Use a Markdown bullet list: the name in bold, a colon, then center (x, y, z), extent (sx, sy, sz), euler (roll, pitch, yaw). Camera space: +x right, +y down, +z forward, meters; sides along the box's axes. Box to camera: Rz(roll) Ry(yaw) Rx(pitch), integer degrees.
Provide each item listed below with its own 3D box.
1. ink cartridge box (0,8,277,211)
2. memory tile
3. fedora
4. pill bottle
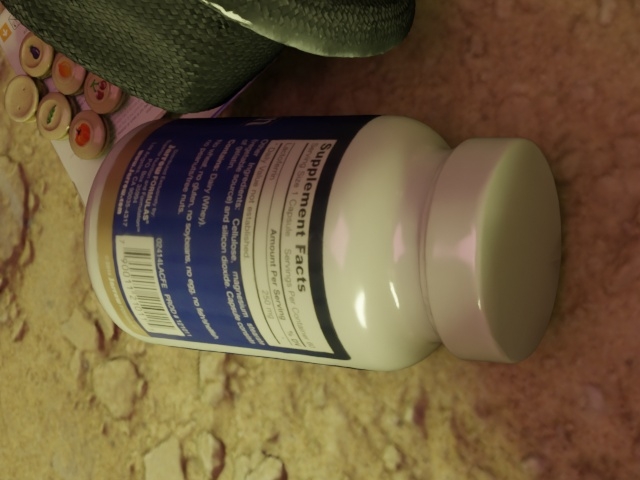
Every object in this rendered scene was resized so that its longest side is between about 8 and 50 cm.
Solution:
- **ink cartridge box**: center (-0.139, -0.147, 0.788), extent (0.206, 0.045, 0.208), euler (-39, 70, 25)
- **memory tile**: center (-0.180, -0.143, 0.780), extent (0.113, 0.012, 0.148), euler (31, 106, 29)
- **fedora**: center (-0.104, -0.196, 0.631), extent (0.152, 0.334, 0.334), euler (-46, 67, 34)
- **pill bottle**: center (0.000, 0.000, 0.640), extent (0.265, 0.153, 0.153), euler (4, 92, 31)
